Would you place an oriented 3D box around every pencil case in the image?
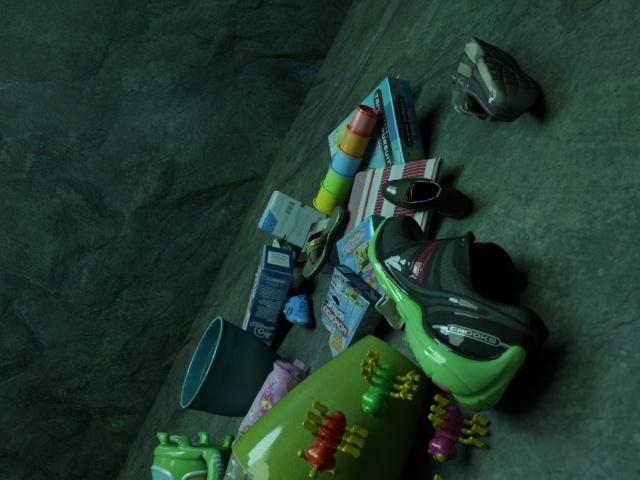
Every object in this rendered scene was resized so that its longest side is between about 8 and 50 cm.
[{"bbox_3d":[-0.127,0.456,1.355,0.284,0.124,0.124,-63,18,2],"label":"pencil case"}]

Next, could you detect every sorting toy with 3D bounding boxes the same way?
[{"bbox_3d":[0.157,0.134,1.061,0.083,0.075,0.045,-57,20,19],"label":"sorting toy"}]

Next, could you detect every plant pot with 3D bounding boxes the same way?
[{"bbox_3d":[0.048,0.319,0.877,0.293,0.275,0.275,-51,16,-13],"label":"plant pot"},{"bbox_3d":[-0.236,0.396,1.504,0.271,0.255,0.272,-53,21,32],"label":"plant pot"}]

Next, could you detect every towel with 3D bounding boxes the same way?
[{"bbox_3d":[0.166,-0.074,1.257,0.329,0.037,0.237,1,76,60],"label":"towel"}]

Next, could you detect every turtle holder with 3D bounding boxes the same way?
[{"bbox_3d":[-0.371,0.716,1.562,0.320,0.243,0.227,-5,70,24],"label":"turtle holder"}]

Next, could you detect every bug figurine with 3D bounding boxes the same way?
[{"bbox_3d":[0.117,0.296,0.736,0.216,0.279,0.072,-54,-11,-36],"label":"bug figurine"}]

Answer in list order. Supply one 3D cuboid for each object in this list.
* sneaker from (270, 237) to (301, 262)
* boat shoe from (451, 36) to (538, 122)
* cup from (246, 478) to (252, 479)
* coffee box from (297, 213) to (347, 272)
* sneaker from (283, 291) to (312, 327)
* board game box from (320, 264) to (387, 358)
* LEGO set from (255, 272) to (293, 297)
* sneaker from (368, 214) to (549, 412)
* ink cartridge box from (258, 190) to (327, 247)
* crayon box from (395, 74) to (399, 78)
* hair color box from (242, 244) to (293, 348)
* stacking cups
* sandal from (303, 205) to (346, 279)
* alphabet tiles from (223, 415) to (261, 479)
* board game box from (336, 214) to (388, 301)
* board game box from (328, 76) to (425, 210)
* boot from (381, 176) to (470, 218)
[{"bbox_3d":[-0.128,0.053,1.909,0.275,0.110,0.107,-52,-18,-86],"label":"sneaker"},{"bbox_3d":[0.354,-0.315,1.075,0.355,0.132,0.130,-75,10,-55],"label":"boat shoe"},{"bbox_3d":[-0.139,0.598,0.956,0.237,0.331,0.331,-43,7,-30],"label":"cup"},{"bbox_3d":[0.036,0.016,1.510,0.246,0.098,0.141,-13,54,66],"label":"coffee box"},{"bbox_3d":[-0.066,0.209,1.576,0.082,0.069,0.209,-68,17,3],"label":"sneaker"},{"bbox_3d":[0.058,0.182,1.173,0.194,0.060,0.194,39,120,53],"label":"board game box"},{"bbox_3d":[-0.155,0.144,1.929,0.287,0.107,0.132,-11,90,62],"label":"LEGO set"},{"bbox_3d":[0.224,0.077,0.868,0.202,0.185,0.483,-41,27,11],"label":"sneaker"},{"bbox_3d":[-0.102,-0.071,1.842,0.148,0.203,0.086,-64,16,-1],"label":"ink cartridge box"},{"bbox_3d":[0.177,-0.367,1.661,0.323,0.083,0.203,-27,41,63],"label":"crayon box"},{"bbox_3d":[-0.184,0.210,1.713,0.174,0.105,0.347,-97,22,-65],"label":"hair color box"},{"bbox_3d":[0.069,-0.225,1.418,0.096,0.096,0.316,-94,21,-57],"label":"stacking cups"},{"bbox_3d":[0.000,0.000,1.382,0.219,0.060,0.090,-63,21,5],"label":"sandal"},{"bbox_3d":[-0.152,0.610,1.198,0.285,0.011,0.342,6,76,50],"label":"alphabet tiles"},{"bbox_3d":[0.112,0.068,1.201,0.160,0.047,0.210,-40,53,50],"label":"board game box"},{"bbox_3d":[0.147,-0.259,1.452,0.336,0.079,0.254,-35,59,57],"label":"board game box"},{"bbox_3d":[0.198,-0.107,1.075,0.219,0.106,0.082,17,87,42],"label":"boot"}]
